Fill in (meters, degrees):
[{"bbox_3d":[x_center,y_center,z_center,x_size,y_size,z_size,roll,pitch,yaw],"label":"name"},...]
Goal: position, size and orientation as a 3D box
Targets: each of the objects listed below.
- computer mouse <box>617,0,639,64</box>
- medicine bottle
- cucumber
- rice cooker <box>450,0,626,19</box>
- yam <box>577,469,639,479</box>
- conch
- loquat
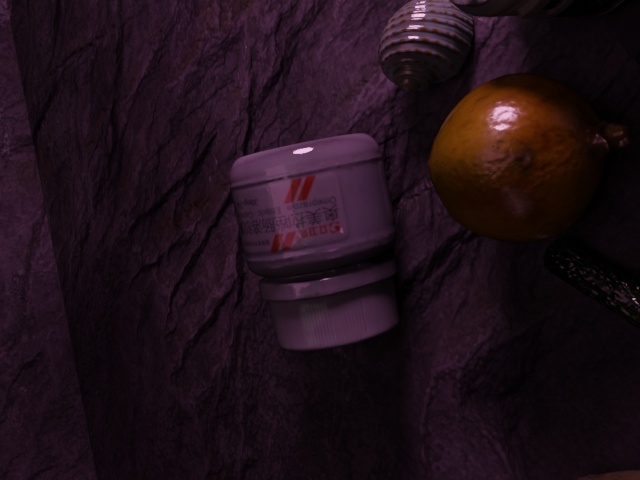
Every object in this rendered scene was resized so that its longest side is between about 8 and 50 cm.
[{"bbox_3d":[0.429,-0.287,0.789,0.232,0.057,0.120,-51,60,37],"label":"computer mouse"},{"bbox_3d":[0.000,0.000,1.144,0.245,0.245,0.307,-6,98,47],"label":"medicine bottle"},{"bbox_3d":[0.366,0.059,0.903,0.187,0.058,0.058,38,121,36],"label":"cucumber"},{"bbox_3d":[0.262,-0.376,0.833,0.280,0.226,0.241,132,125,-62],"label":"rice cooker"},{"bbox_3d":[0.431,0.312,0.843,0.259,0.106,0.106,-28,75,46],"label":"yam"},{"bbox_3d":[0.150,-0.292,1.056,0.135,0.102,0.153,13,105,29],"label":"conch"},{"bbox_3d":[0.259,-0.105,0.894,0.246,0.213,0.214,-11,87,46],"label":"loquat"}]
